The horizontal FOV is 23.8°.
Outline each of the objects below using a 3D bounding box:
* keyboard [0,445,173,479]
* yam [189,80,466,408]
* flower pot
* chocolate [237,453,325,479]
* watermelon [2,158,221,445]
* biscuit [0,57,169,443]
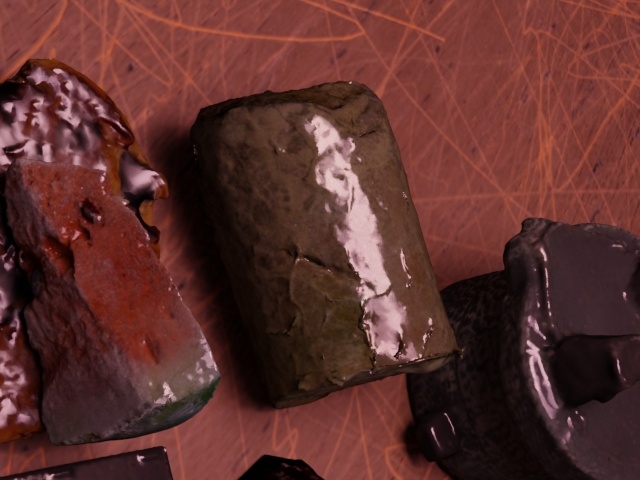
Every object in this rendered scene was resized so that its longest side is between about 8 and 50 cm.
[{"bbox_3d":[-0.248,0.242,1.234,0.317,0.027,0.106,-4,77,-41],"label":"keyboard"},{"bbox_3d":[0.000,0.000,1.403,0.195,0.195,0.300,-18,89,-42],"label":"yam"},{"bbox_3d":[0.250,0.115,1.524,0.299,0.283,0.299,12,71,-38],"label":"flower pot"},{"bbox_3d":[-0.001,0.268,1.367,0.156,0.133,0.156,12,72,-39],"label":"chocolate"},{"bbox_3d":[-0.176,0.040,1.201,0.094,0.154,0.241,-17,81,-42],"label":"watermelon"},{"bbox_3d":[-0.273,0.001,1.249,0.289,0.081,0.334,50,55,-21],"label":"biscuit"}]
